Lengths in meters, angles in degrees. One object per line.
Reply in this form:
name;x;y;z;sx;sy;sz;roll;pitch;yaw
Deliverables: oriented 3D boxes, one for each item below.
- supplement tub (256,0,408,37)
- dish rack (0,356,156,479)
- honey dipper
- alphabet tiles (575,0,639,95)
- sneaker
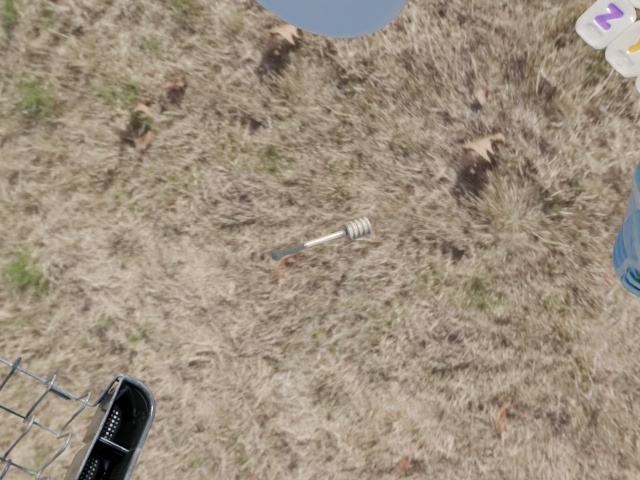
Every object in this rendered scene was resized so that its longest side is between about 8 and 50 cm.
supplement tub;0.033;-0.235;0.408;0.144;0.144;0.200;21;65;14
dish rack;-0.286;0.158;0.523;0.271;0.208;0.074;33;139;-19
honey dipper;0.000;0.000;1.055;0.160;0.030;0.031;-17;86;-15
alphabet tiles;0.480;-0.313;0.862;0.278;0.021;0.284;-44;69;21
sneaker;0.491;0.056;0.946;0.127;0.208;0.319;1;51;9
